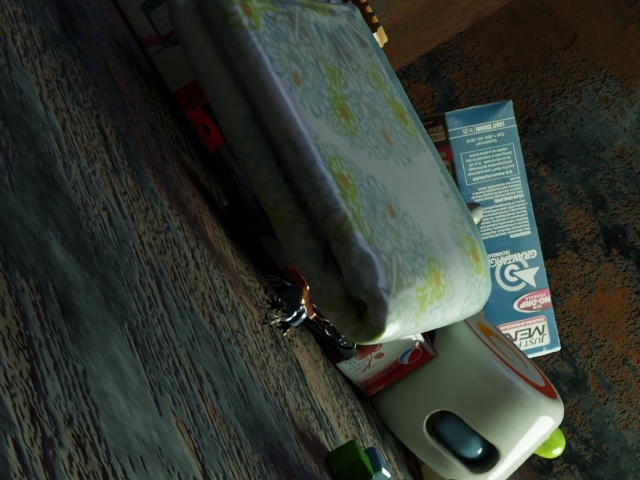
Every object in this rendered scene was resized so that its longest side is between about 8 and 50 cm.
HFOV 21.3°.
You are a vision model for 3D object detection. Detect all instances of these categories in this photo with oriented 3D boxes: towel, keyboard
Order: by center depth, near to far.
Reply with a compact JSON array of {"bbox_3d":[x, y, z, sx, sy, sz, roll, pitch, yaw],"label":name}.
[{"bbox_3d":[-0.031,0.051,1.586,0.100,0.038,0.192,30,-18,49],"label":"keyboard"},{"bbox_3d":[0.017,-0.080,1.632,0.374,0.090,0.320,62,24,9],"label":"towel"}]

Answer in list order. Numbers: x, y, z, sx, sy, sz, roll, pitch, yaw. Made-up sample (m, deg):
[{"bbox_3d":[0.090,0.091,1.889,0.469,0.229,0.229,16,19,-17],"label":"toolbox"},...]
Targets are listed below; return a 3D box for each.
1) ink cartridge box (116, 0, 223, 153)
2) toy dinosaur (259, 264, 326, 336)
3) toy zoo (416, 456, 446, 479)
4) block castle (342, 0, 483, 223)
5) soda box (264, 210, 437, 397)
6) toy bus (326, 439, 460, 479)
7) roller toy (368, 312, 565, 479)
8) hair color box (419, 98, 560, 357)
[{"bbox_3d":[-0.135,-0.209,1.723,0.231,0.078,0.134,59,6,-7],"label":"ink cartridge box"},{"bbox_3d":[-0.020,0.045,1.443,0.082,0.090,0.047,-41,-118,51],"label":"toy dinosaur"},{"bbox_3d":[0.168,0.313,1.908,0.192,0.030,0.293,58,6,-18],"label":"toy zoo"},{"bbox_3d":[0.026,-0.168,2.253,0.303,0.213,0.453,54,8,-41],"label":"block castle"},{"bbox_3d":[0.023,0.030,1.788,0.083,0.092,0.263,49,12,-49],"label":"soda box"},{"bbox_3d":[0.101,0.238,1.326,0.191,0.104,0.202,57,6,-20],"label":"toy bus"},{"bbox_3d":[0.146,0.166,1.818,0.209,0.146,0.191,48,12,29],"label":"roller toy"},{"bbox_3d":[0.221,-0.010,2.352,0.174,0.105,0.347,176,-98,-76],"label":"hair color box"}]
